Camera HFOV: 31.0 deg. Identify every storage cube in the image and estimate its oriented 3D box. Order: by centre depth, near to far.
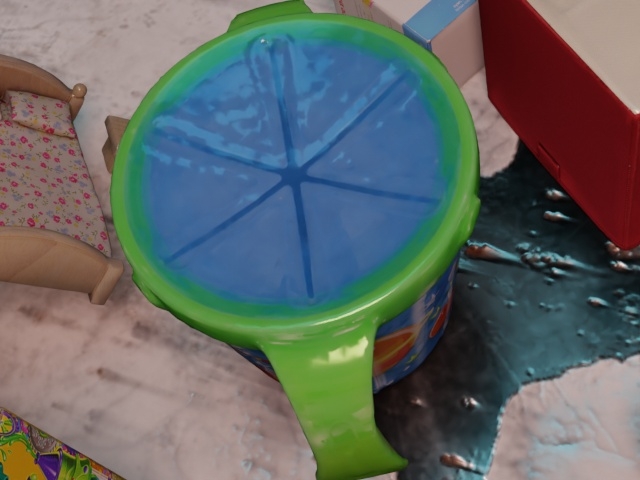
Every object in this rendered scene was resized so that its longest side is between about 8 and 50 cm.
[{"bbox_3d":[0.239,-0.146,0.845,0.184,0.193,0.215,-32,62,-5],"label":"storage cube"}]

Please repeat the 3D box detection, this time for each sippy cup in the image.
[{"bbox_3d":[0.000,0.000,0.804,0.240,0.224,0.305,21,70,20],"label":"sippy cup"}]

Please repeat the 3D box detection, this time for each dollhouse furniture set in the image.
[{"bbox_3d":[-0.211,-0.055,0.772,0.173,0.356,0.303,-54,43,32],"label":"dollhouse furniture set"}]

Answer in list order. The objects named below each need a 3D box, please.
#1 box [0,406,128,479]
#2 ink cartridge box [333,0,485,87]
[{"bbox_3d":[-0.215,0.273,0.667,0.177,0.279,0.289,-1,62,23],"label":"box"},{"bbox_3d":[0.076,-0.203,0.967,0.090,0.092,0.143,-41,63,-11],"label":"ink cartridge box"}]
